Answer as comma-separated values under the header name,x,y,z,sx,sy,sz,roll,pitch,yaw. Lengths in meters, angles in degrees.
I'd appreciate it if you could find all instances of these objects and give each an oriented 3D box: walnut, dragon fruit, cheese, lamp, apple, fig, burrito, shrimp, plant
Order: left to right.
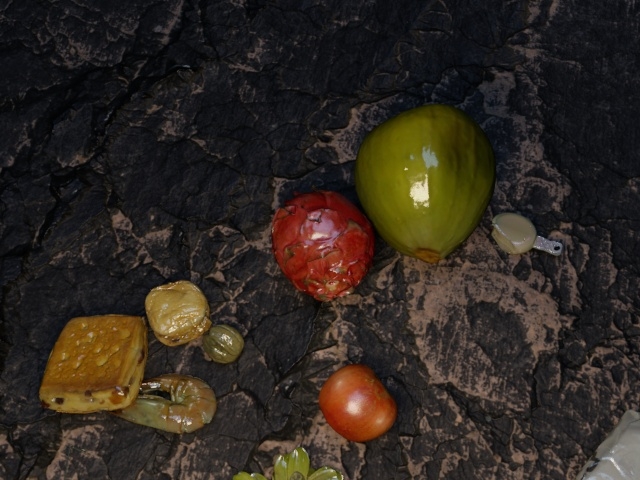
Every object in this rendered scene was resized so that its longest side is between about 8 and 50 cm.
name,x,y,z,sx,sy,sz,roll,pitch,yaw
lamp,-0.520,0.487,1.893,0.054,0.041,0.121,10,64,18
shrimp,-0.352,0.341,1.956,0.267,0.061,0.145,1,48,9
walnut,-0.213,0.227,2.004,0.092,0.092,0.092,-1,60,2
plant,-0.042,0.553,1.754,0.306,0.297,0.261,-35,95,-34
dragon fruit,0.004,0.009,2.040,0.241,0.241,0.252,-34,37,-16
apple,0.075,0.338,1.888,0.139,0.163,0.163,-37,65,-2
fig,0.235,-0.124,2.064,0.343,0.343,0.343,-1,60,2
cheese,0.474,-0.003,2.130,0.171,0.047,0.092,39,69,21
burrito,0.563,0.498,1.807,0.445,0.101,0.139,-42,82,-19

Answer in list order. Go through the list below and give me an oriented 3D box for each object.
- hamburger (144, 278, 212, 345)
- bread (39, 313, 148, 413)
name,x,y,z,sx,sy,sz,roll,pitch,yaw
hamburger,-0.317,0.160,2.045,0.138,0.083,0.147,-23,60,-6
bread,-0.471,0.265,1.952,0.210,0.099,0.235,-3,43,11
